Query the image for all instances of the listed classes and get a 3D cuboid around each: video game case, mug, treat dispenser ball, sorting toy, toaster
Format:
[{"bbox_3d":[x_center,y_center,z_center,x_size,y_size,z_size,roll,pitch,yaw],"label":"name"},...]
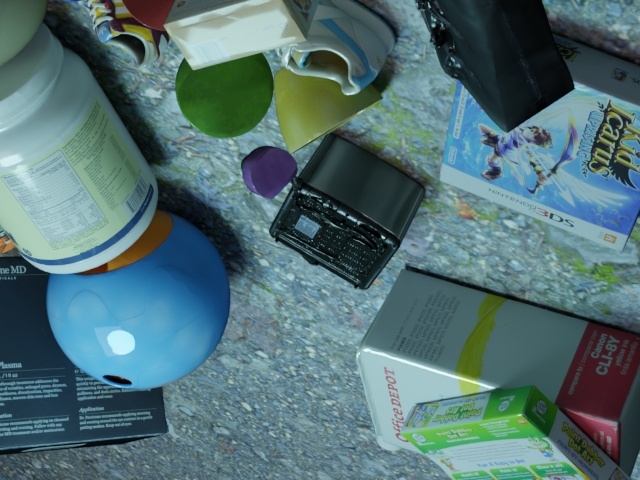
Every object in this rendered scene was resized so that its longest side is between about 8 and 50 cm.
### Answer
[{"bbox_3d":[0.271,-0.121,1.588,0.244,0.061,0.269,22,149,12],"label":"video game case"},{"bbox_3d":[0.133,0.320,2.399,0.062,0.078,0.064,49,156,39],"label":"mug"},{"bbox_3d":[-0.284,0.090,2.162,0.288,0.288,0.288,22,149,14],"label":"treat dispenser ball"},{"bbox_3d":[-0.150,-0.218,1.734,0.366,0.127,0.126,61,164,-20],"label":"sorting toy"},{"bbox_3d":[0.034,-0.039,1.867,0.168,0.110,0.186,29,151,-1],"label":"toaster"}]

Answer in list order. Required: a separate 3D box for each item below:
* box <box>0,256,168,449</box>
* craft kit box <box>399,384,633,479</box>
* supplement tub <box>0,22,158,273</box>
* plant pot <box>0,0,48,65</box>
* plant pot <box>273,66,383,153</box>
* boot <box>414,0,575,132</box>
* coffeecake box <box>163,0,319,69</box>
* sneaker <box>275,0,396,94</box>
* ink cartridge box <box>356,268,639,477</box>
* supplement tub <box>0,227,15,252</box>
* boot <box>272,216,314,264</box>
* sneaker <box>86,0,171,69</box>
[{"bbox_3d":[-0.458,0.193,2.310,0.343,0.313,0.179,1,168,-35],"label":"box"},{"bbox_3d":[0.277,0.308,1.922,0.246,0.061,0.250,41,146,-23],"label":"craft kit box"},{"bbox_3d":[-0.399,-0.134,1.974,0.235,0.235,0.325,8,144,32],"label":"supplement tub"},{"bbox_3d":[-0.457,-0.324,1.748,0.284,0.284,0.191,14,-178,25],"label":"plant pot"},{"bbox_3d":[-0.004,-0.180,1.689,0.095,0.134,0.134,60,146,-2],"label":"plant pot"},{"bbox_3d":[0.102,-0.344,1.283,0.146,0.367,0.445,-22,156,13],"label":"boot"},{"bbox_3d":[-0.070,-0.281,1.482,0.142,0.185,0.068,-11,132,28],"label":"coffeecake box"},{"bbox_3d":[-0.029,-0.256,1.610,0.228,0.092,0.087,29,152,4],"label":"sneaker"},{"bbox_3d":[0.271,0.222,2.010,0.384,0.160,0.279,16,147,21],"label":"ink cartridge box"},{"bbox_3d":[-0.569,-0.142,2.136,0.207,0.207,0.338,12,146,29],"label":"supplement tub"},{"bbox_3d":[0.000,0.000,2.024,0.099,0.045,0.121,-2,145,46],"label":"boot"},{"bbox_3d":[-0.270,-0.301,1.756,0.185,0.084,0.069,40,149,-18],"label":"sneaker"}]
